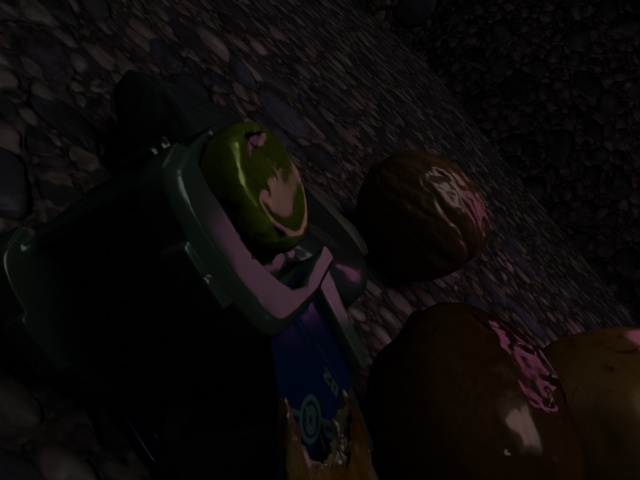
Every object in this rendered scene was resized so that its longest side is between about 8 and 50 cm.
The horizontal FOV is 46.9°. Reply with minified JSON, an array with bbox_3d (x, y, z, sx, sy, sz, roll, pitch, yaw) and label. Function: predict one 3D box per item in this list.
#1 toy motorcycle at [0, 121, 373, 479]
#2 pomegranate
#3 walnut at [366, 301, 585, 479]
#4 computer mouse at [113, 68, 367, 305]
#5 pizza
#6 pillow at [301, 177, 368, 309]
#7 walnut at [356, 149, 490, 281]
[{"bbox_3d":[-0.071,0.095,0.529,0.326,0.191,0.200,60,26,-16],"label":"toy motorcycle"},{"bbox_3d":[0.348,0.244,0.876,0.307,0.307,0.307,38,23,-20],"label":"pomegranate"},{"bbox_3d":[0.146,0.173,0.737,0.203,0.203,0.298,30,29,-36],"label":"walnut"},{"bbox_3d":[-0.101,-0.045,0.767,0.188,0.122,0.371,20,27,-53],"label":"computer mouse"},{"bbox_3d":[0.006,0.221,0.471,0.181,0.034,0.262,-20,99,-58],"label":"pizza"},{"bbox_3d":[0.000,0.000,0.969,0.148,0.050,0.230,48,18,-8],"label":"pillow"},{"bbox_3d":[0.153,-0.041,1.143,0.213,0.213,0.213,38,23,-20],"label":"walnut"}]
